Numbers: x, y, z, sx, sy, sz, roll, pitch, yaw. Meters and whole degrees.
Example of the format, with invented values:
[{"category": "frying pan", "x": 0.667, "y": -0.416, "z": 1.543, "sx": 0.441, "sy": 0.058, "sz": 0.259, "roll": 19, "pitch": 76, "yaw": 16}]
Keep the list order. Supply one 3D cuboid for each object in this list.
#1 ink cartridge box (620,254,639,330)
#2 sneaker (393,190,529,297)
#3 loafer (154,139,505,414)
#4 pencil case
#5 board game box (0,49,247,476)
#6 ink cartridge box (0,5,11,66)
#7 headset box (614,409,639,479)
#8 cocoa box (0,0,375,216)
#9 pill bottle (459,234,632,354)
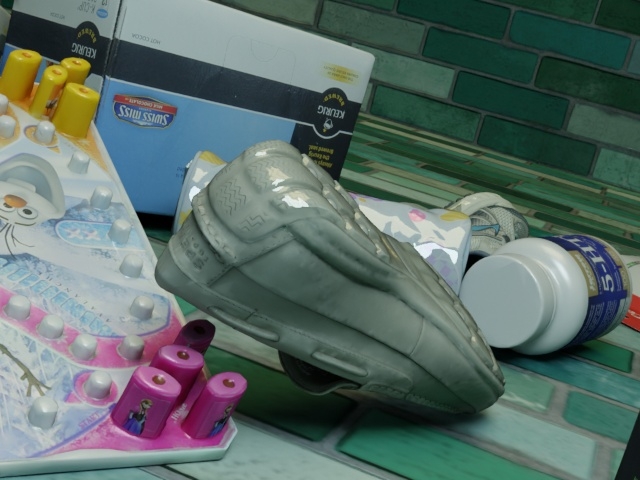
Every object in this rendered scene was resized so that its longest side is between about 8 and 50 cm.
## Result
[{"category": "ink cartridge box", "x": 0.425, "y": 0.067, "z": 1.212, "sx": 0.225, "sy": 0.056, "sz": 0.181, "roll": 7, "pitch": 15, "yaw": -36}, {"category": "sneaker", "x": 0.163, "y": 0.025, "z": 1.044, "sx": 0.122, "sy": 0.110, "sz": 0.283, "roll": 39, "pitch": 30, "yaw": 29}, {"category": "loafer", "x": 0.021, "y": 0.050, "z": 0.625, "sx": 0.319, "sy": 0.111, "sz": 0.112, "roll": 39, "pitch": 17, "yaw": -44}, {"category": "pencil case", "x": 0.000, "y": 0.000, "z": 0.862, "sx": 0.273, "sy": 0.124, "sz": 0.113, "roll": 12, "pitch": -21, "yaw": -3}, {"category": "board game box", "x": -0.275, "y": -0.028, "z": 0.559, "sx": 0.390, "sy": 0.050, "sz": 0.390, "roll": 6, "pitch": 36, "yaw": -36}, {"category": "ink cartridge box", "x": -0.479, "y": -0.251, "z": 1.152, "sx": 0.207, "sy": 0.119, "sz": 0.353, "roll": 22, "pitch": -4, "yaw": 2}, {"category": "headset box", "x": 0.282, "y": 0.183, "z": 0.408, "sx": 0.246, "sy": 0.131, "sz": 0.283, "roll": 14, "pitch": 13, "yaw": -7}, {"category": "cocoa box", "x": -0.155, "y": -0.155, "z": 1.074, "sx": 0.347, "sy": 0.227, "sz": 0.231, "roll": 6, "pitch": 13, "yaw": -45}, {"category": "pill bottle", "x": 0.216, "y": 0.051, "z": 0.915, "sx": 0.112, "sy": 0.112, "sz": 0.187, "roll": 24, "pitch": 17, "yaw": 34}]
